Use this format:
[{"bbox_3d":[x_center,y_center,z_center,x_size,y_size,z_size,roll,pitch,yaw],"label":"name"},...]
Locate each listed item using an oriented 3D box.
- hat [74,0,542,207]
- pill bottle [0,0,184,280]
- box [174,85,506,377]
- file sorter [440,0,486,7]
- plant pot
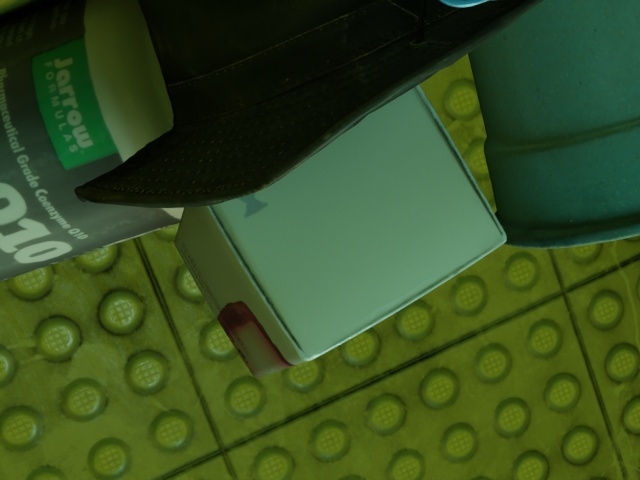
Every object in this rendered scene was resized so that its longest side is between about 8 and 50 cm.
[{"bbox_3d":[-0.013,-0.145,0.627,0.331,0.134,0.331,-23,-162,8],"label":"hat"},{"bbox_3d":[-0.195,-0.094,0.911,0.361,0.204,0.204,-18,-169,16],"label":"pill bottle"},{"bbox_3d":[0.000,0.000,0.744,0.149,0.126,0.232,-30,178,-13],"label":"box"},{"bbox_3d":[0.101,-0.157,0.424,0.118,0.104,0.170,-22,-169,-9],"label":"file sorter"},{"bbox_3d":[0.266,-0.211,0.991,0.341,0.334,0.341,-19,-169,4],"label":"plant pot"}]
